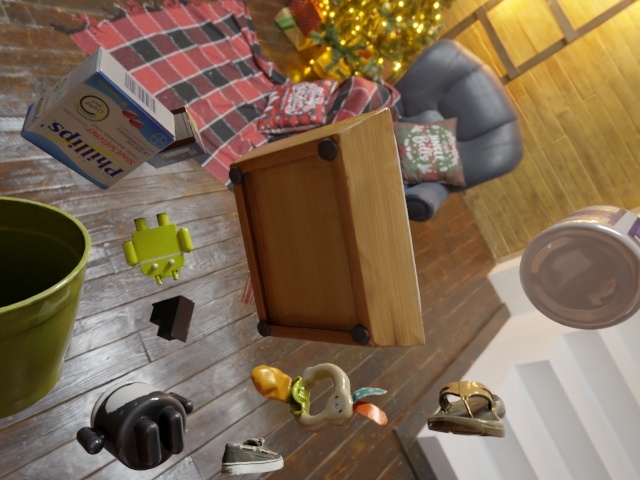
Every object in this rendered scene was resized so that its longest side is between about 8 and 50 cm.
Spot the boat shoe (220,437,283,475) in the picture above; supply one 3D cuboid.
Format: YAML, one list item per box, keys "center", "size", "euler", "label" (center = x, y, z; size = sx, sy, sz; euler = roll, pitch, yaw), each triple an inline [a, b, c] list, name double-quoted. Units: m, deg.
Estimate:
- center: [-0.148, 0.493, 0.941]
  size: [0.219, 0.078, 0.070]
  euler: [49, 34, -58]
  label: "boat shoe"

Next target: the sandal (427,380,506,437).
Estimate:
- center: [0.158, 0.171, 0.432]
  size: [0.180, 0.072, 0.049]
  euler: [20, 64, -60]
  label: "sandal"

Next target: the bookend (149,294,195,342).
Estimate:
- center: [-0.549, 0.295, 1.479]
  size: [0.072, 0.156, 0.157]
  euler: [44, 37, -44]
  label: "bookend"

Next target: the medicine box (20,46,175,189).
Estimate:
- center: [-0.613, -0.330, 1.158]
  size: [0.263, 0.289, 0.149]
  euler: [45, 18, -48]
  label: "medicine box"

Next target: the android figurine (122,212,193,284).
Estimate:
- center: [-0.629, 0.034, 1.594]
  size: [0.248, 0.056, 0.272]
  euler: [-13, 87, -20]
  label: "android figurine"

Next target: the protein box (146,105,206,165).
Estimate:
- center: [-0.553, -0.371, 1.503]
  size: [0.201, 0.200, 0.135]
  euler: [-18, 92, -6]
  label: "protein box"

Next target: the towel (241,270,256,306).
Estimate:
- center: [-0.231, 0.221, 1.718]
  size: [0.029, 0.197, 0.144]
  euler: [-20, 125, -77]
  label: "towel"

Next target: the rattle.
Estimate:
- center: [0.000, 0.255, 0.705]
  size: [0.130, 0.200, 0.142]
  euler: [-45, 114, -32]
  label: "rattle"

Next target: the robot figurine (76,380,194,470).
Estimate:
- center: [-0.440, 0.439, 0.994]
  size: [0.209, 0.278, 0.173]
  euler: [44, 59, -38]
  label: "robot figurine"

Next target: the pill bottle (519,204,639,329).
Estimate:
- center: [0.428, 0.026, 0.638]
  size: [0.265, 0.153, 0.153]
  euler: [-16, 79, -46]
  label: "pill bottle"

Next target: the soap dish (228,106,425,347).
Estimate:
- center: [0.000, 0.000, 0.537]
  size: [0.118, 0.229, 0.290]
  euler: [-18, 100, -51]
  label: "soap dish"

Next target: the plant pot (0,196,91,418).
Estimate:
- center: [-0.659, 0.154, 0.809]
  size: [0.367, 0.352, 0.366]
  euler: [13, 32, -8]
  label: "plant pot"
